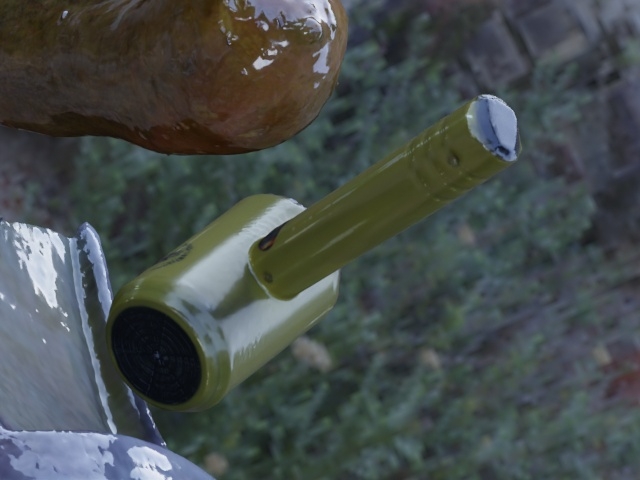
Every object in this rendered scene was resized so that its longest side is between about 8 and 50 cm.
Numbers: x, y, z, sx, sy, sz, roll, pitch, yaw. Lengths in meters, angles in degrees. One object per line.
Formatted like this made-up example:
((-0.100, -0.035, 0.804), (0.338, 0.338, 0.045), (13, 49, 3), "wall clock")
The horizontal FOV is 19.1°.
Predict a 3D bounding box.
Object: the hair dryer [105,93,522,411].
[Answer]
((0.000, 0.000, 1.067), (0.090, 0.279, 0.135), (56, 42, -2), "hair dryer")

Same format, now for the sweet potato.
((-0.097, -0.084, 0.906), (0.097, 0.292, 0.097), (1, 89, -50), "sweet potato")

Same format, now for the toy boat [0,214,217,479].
((-0.151, 0.105, 1.070), (0.293, 0.111, 0.276), (55, 13, 20), "toy boat")
